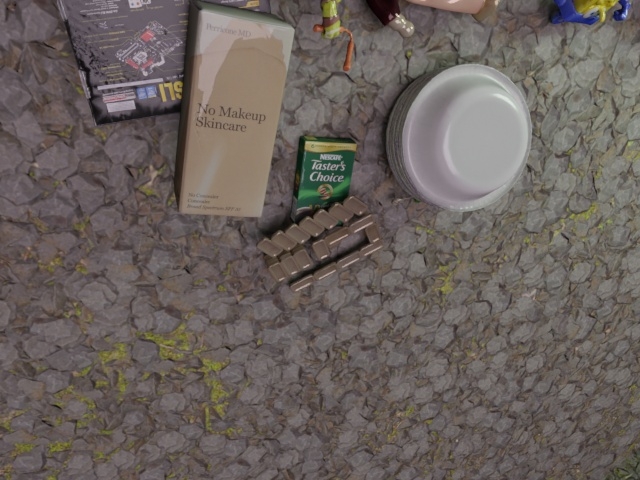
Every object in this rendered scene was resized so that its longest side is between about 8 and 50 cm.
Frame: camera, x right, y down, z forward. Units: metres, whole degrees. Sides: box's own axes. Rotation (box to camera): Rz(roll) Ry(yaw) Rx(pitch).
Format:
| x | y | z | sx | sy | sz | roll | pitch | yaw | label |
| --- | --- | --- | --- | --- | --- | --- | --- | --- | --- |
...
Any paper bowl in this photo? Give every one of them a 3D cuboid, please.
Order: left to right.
| x | y | z | sx | sy | sz | roll | pitch | yaw | label |
| --- | --- | --- | --- | --- | --- | --- | --- | --- | --- |
| 0.283 | -0.197 | 1.024 | 0.284 | 0.148 | 0.285 | -4 | 104 | -16 | paper bowl |

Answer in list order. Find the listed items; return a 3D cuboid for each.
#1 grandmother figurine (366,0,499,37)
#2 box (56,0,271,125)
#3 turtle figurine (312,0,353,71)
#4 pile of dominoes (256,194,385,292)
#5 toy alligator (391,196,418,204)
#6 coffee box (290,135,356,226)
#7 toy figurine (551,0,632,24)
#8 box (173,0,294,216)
| x | y | z | sx | sy | sz | roll | pitch | yaw | label |
| --- | --- | --- | --- | --- | --- | --- | --- | --- | --- |
| 0.145 | -0.462 | 0.911 | 0.342 | 0.104 | 0.208 | 4 | 88 | -17 | grandmother figurine |
| -0.238 | -0.345 | 0.851 | 0.321 | 0.079 | 0.257 | -13 | 122 | -12 | box |
| -0.007 | -0.402 | 0.768 | 0.217 | 0.087 | 0.270 | 10 | 88 | -13 | turtle figurine |
| 0.000 | 0.000 | 1.111 | 0.251 | 0.040 | 0.196 | -27 | 138 | -1 | pile of dominoes |
| 0.240 | -0.111 | 1.146 | 0.189 | 0.056 | 0.051 | -4 | 75 | -15 | toy alligator |
| 0.004 | -0.118 | 1.067 | 0.113 | 0.040 | 0.184 | 1 | 116 | -19 | coffee box |
| 0.545 | -0.511 | 1.008 | 0.362 | 0.191 | 0.217 | -15 | 165 | -37 | toy figurine |
| -0.148 | -0.203 | 0.840 | 0.147 | 0.121 | 0.311 | 1 | 120 | -21 | box |
